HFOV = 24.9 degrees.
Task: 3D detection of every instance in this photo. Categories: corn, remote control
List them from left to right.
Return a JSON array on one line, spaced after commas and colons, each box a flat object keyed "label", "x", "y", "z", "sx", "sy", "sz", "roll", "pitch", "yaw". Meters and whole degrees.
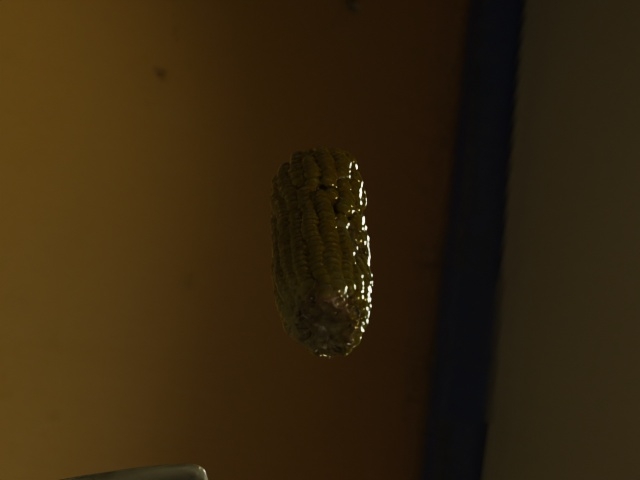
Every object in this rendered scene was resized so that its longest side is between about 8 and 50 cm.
[{"label": "remote control", "x": -0.237, "y": 0.289, "z": 1.598, "sx": 0.073, "sy": 0.229, "sz": 0.044, "roll": 83, "pitch": -1, "yaw": -47}, {"label": "corn", "x": 0.000, "y": 0.000, "z": 1.243, "sx": 0.320, "sy": 0.097, "sz": 0.097, "roll": -93, "pitch": -155, "yaw": -65}]
